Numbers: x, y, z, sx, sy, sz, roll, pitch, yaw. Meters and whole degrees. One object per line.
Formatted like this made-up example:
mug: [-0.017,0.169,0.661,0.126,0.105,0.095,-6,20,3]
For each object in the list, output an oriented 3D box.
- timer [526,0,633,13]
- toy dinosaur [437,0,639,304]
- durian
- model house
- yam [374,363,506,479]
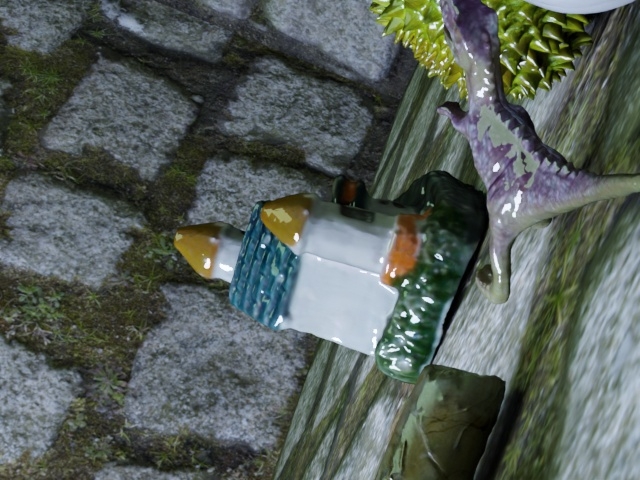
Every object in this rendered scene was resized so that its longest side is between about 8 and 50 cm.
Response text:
timer: [0.161,-0.285,0.782,0.087,0.237,0.262,12,-75,-63]
toy dinosaur: [0.137,-0.044,0.790,0.200,0.072,0.251,83,174,-45]
durian: [0.139,-0.249,0.972,0.291,0.224,0.291,-167,90,-88]
model house: [0.000,0.000,1.262,0.271,0.300,0.190,-77,2,-75]
yam: [0.042,0.229,0.793,0.071,0.067,0.317,14,-84,-68]
